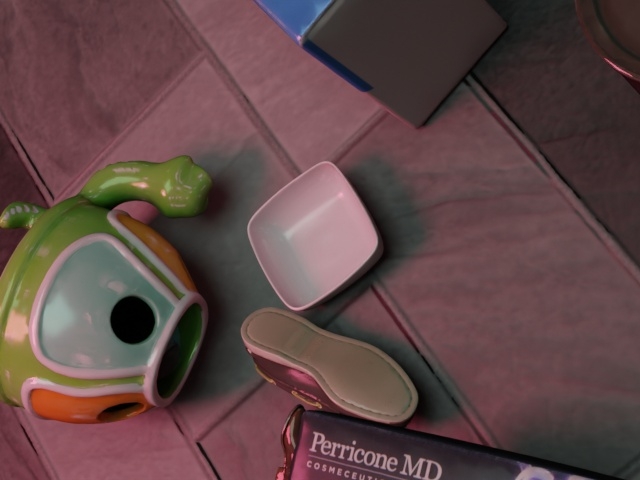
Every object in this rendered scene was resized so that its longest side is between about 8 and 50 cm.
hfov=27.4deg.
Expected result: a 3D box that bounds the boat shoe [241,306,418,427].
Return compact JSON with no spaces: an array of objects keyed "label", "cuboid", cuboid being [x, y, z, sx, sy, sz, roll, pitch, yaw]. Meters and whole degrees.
[{"label":"boat shoe","cuboid":[0.013,0.148,1.439,0.228,0.068,0.081,27,57,30]}]

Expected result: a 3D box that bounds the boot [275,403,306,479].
[{"label":"boot","cuboid":[0.009,0.243,1.433,0.114,0.037,0.106,13,98,35]}]

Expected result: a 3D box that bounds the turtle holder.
[{"label":"turtle holder","cuboid":[-0.245,0.069,1.533,0.228,0.243,0.320,18,47,17]}]

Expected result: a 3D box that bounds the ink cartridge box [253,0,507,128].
[{"label":"ink cartridge box","cuboid":[-0.021,-0.336,1.444,0.166,0.285,0.395,-49,60,9]}]

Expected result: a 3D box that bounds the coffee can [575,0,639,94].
[{"label":"coffee can","cuboid":[0.371,-0.193,1.192,0.202,0.275,0.201,-8,74,28]}]

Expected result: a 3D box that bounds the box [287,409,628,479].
[{"label":"box","cuboid":[0.112,0.376,1.147,0.294,0.212,0.395,8,82,32]}]

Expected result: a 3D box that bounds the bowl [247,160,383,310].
[{"label":"bowl","cuboid":[0.000,0.000,1.488,0.142,0.053,0.142,-37,62,16]}]
